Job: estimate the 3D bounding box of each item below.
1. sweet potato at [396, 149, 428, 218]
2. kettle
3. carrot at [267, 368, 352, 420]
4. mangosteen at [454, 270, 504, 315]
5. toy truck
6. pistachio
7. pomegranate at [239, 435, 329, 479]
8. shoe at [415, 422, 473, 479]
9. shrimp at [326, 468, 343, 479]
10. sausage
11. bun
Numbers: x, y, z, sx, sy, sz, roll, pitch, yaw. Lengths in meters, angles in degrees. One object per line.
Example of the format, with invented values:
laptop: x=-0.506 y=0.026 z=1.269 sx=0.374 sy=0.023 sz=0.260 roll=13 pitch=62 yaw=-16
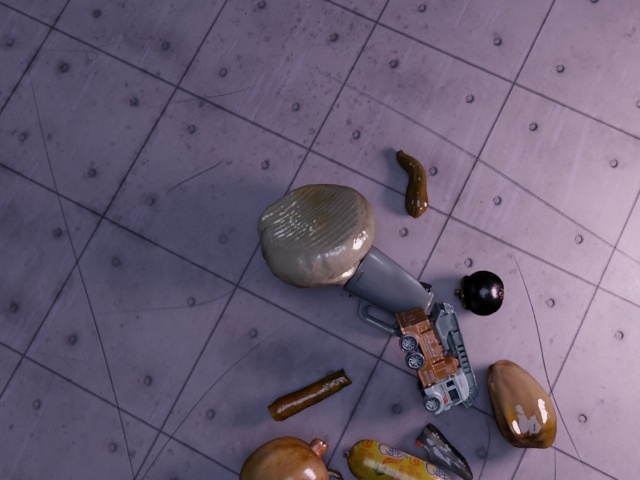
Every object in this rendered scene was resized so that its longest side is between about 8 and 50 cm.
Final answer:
sweet potato: x=0.296 y=-0.185 z=1.963 sx=0.081 sy=0.062 sz=0.233 roll=-9 pitch=77 yaw=2
kettle: x=0.196 y=0.165 z=1.872 sx=0.243 sy=0.160 sz=0.210 roll=34 pitch=101 yaw=1
carrot: x=-0.031 y=0.463 z=1.858 sx=0.260 sy=0.070 sz=0.070 roll=-26 pitch=80 yaw=-3
mangosteen: x=0.476 y=0.159 z=1.869 sx=0.151 sy=0.137 sz=0.137 roll=-4 pitch=78 yaw=37
toy truck: x=0.344 y=0.350 z=1.786 sx=0.184 sy=0.133 sz=0.338 roll=-22 pitch=104 yaw=5
pistachio: x=0.584 y=0.471 z=1.794 sx=0.213 sy=0.163 sz=0.260 roll=13 pitch=55 yaw=-33
pomegranate: x=-0.086 y=0.661 z=1.740 sx=0.270 sy=0.252 sz=0.229 roll=-42 pitch=61 yaw=-3
shoe: x=0.361 y=0.633 z=1.816 sx=0.077 sy=0.074 sz=0.194 roll=-44 pitch=78 yaw=7
shrimp: x=0.024 y=0.743 z=1.830 sx=0.091 sy=0.025 sz=0.127 roll=11 pitch=78 yaw=3
sausage: x=0.230 y=0.673 z=1.782 sx=0.347 sy=0.123 sz=0.123 roll=20 pitch=82 yaw=6
bun: x=0.000 y=0.000 z=1.841 sx=0.365 sy=0.219 sz=0.365 roll=-11 pitch=46 yaw=12
